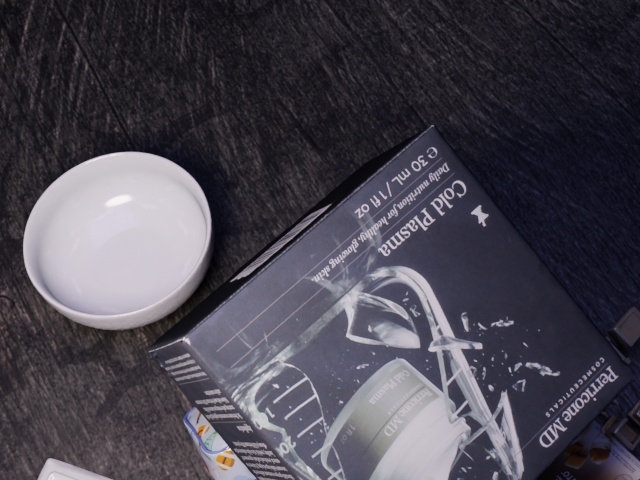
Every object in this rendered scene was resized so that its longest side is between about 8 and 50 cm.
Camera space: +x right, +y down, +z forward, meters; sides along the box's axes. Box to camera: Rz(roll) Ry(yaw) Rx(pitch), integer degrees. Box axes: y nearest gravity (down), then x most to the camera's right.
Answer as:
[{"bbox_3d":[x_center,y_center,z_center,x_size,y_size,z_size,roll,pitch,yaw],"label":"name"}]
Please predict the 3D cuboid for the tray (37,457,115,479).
[{"bbox_3d":[-0.371,0.466,2.006,0.270,0.030,0.145,17,67,14],"label":"tray"}]

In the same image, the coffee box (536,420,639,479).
[{"bbox_3d":[0.394,0.355,1.878,0.141,0.098,0.246,-32,36,-8],"label":"coffee box"}]

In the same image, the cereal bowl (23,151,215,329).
[{"bbox_3d":[-0.352,0.015,2.170,0.339,0.141,0.338,-2,63,5],"label":"cereal bowl"}]

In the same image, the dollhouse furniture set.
[{"bbox_3d":[0.500,0.235,2.007,0.161,0.101,0.182,46,74,-1],"label":"dollhouse furniture set"}]

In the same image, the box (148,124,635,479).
[{"bbox_3d":[0.096,0.177,1.745,0.480,0.297,0.471,-41,96,-18],"label":"box"}]

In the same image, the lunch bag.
[{"bbox_3d":[-0.067,0.274,1.974,0.303,0.243,0.115,-30,107,-10],"label":"lunch bag"}]
